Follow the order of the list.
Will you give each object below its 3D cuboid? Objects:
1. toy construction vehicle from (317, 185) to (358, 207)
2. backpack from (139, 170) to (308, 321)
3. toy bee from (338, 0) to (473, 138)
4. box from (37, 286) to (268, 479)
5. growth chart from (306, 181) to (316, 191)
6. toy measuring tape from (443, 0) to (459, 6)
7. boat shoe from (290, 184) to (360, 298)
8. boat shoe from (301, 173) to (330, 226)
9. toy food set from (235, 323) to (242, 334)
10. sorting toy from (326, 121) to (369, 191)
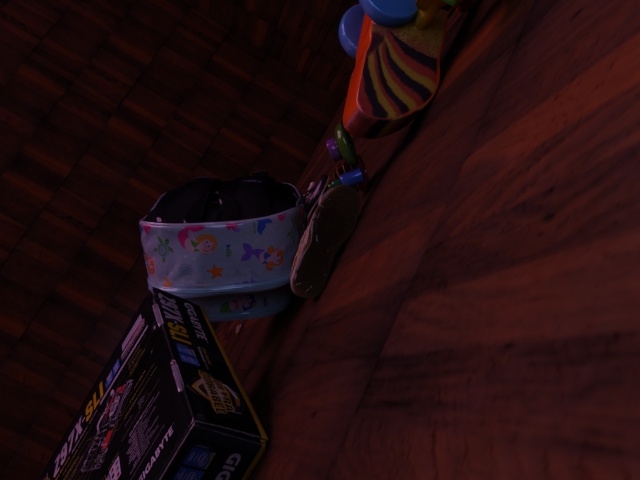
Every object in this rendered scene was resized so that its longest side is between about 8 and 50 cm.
[{"bbox_3d":[0.016,-0.044,0.743,0.098,0.035,0.086,-63,8,-24],"label":"toy construction vehicle"},{"bbox_3d":[-0.126,0.007,0.754,0.253,0.224,0.191,-116,22,-80],"label":"backpack"},{"bbox_3d":[0.109,-0.258,0.613,0.195,0.162,0.299,-144,59,-75],"label":"toy bee"},{"bbox_3d":[-0.197,0.242,0.546,0.322,0.079,0.257,-59,29,4],"label":"box"},{"bbox_3d":[-0.071,-0.046,1.436,0.172,0.021,0.237,-55,8,42],"label":"growth chart"},{"bbox_3d":[0.169,-0.317,0.511,0.330,0.121,0.121,-53,1,-41],"label":"toy measuring tape"},{"bbox_3d":[0.000,0.000,0.613,0.136,0.050,0.045,-62,13,-14],"label":"boat shoe"},{"bbox_3d":[-0.024,-0.087,1.188,0.133,0.042,0.049,-58,5,9],"label":"boat shoe"},{"bbox_3d":[-0.171,0.131,1.345,0.192,0.038,0.132,-61,7,-9],"label":"toy food set"},{"bbox_3d":[0.025,-0.086,0.640,0.042,0.102,0.061,-20,54,13],"label":"sorting toy"}]
